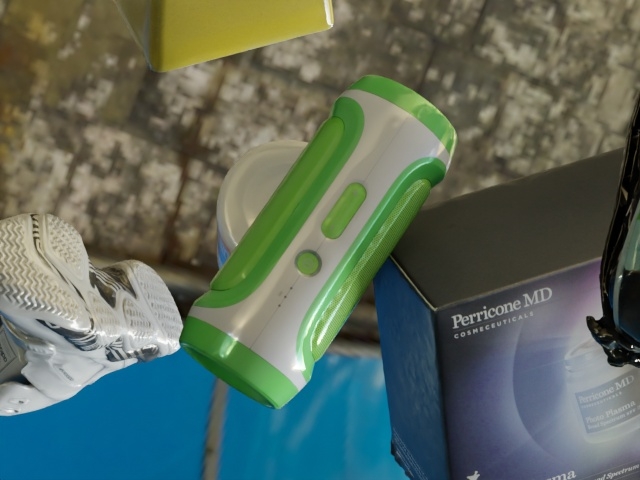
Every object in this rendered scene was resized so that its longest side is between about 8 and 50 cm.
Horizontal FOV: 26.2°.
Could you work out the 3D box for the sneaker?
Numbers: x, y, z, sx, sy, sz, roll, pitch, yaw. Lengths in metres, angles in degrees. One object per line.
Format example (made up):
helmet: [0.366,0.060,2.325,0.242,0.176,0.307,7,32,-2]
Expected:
sneaker: [-0.305,0.092,1.444,0.137,0.210,0.366,67,-166,19]

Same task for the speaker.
speaker: [0.000,0.000,1.229,0.131,0.296,0.131,32,167,8]

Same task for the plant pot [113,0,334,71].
plant pot: [-0.117,-0.336,1.459,0.212,0.187,0.212,-17,-129,-17]

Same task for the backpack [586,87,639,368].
backpack: [0.272,-0.044,0.825,0.191,0.253,0.225,6,169,20]

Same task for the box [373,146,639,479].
box: [0.220,0.104,1.347,0.296,0.294,0.183,-17,-149,-13]

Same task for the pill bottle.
pill bottle: [-0.041,-0.001,1.537,0.152,0.152,0.272,21,165,2]
